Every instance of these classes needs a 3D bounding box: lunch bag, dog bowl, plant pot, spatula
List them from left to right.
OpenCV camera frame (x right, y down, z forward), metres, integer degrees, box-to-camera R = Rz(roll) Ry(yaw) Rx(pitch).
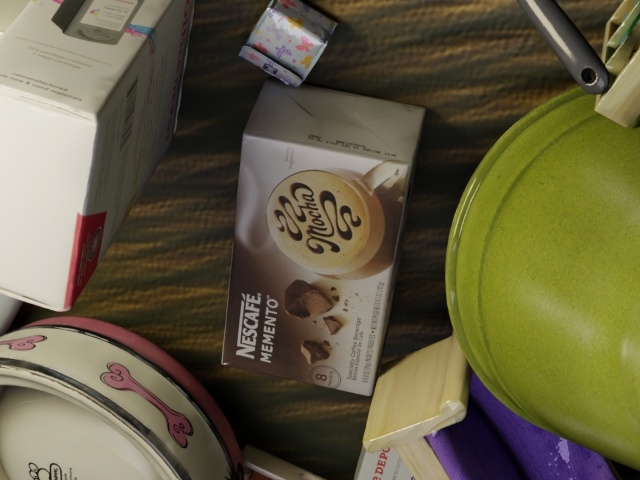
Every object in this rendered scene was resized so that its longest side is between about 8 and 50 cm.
[{"bbox_3d":[-0.267,0.264,1.922,0.408,0.150,0.408,15,128,20],"label":"dog bowl"},{"bbox_3d":[-0.034,-0.192,1.652,0.071,0.053,0.083,32,134,-8],"label":"lunch bag"},{"bbox_3d":[0.168,-0.248,1.495,0.084,0.030,0.296,-43,68,34],"label":"spatula"},{"bbox_3d":[0.332,0.062,1.469,0.367,0.353,0.366,-3,104,-11],"label":"plant pot"}]

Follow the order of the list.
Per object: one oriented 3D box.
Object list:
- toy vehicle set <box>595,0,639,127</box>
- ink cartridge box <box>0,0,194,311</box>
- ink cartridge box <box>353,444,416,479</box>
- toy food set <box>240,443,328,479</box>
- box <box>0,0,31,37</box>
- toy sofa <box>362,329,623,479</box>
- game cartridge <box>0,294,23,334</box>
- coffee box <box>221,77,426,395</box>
[{"bbox_3d":[0.329,-0.240,1.458,0.035,0.166,0.267,29,125,-7],"label":"toy vehicle set"},{"bbox_3d":[-0.229,-0.117,1.593,0.131,0.306,0.226,16,126,3],"label":"ink cartridge box"},{"bbox_3d":[0.148,0.258,1.895,0.208,0.087,0.153,15,126,3],"label":"ink cartridge box"},{"bbox_3d":[-0.045,0.395,2.034,0.220,0.092,0.306,24,126,-4],"label":"toy food set"},{"bbox_3d":[-0.354,-0.155,1.708,0.149,0.127,0.232,15,126,3],"label":"box"},{"bbox_3d":[0.211,0.266,1.744,0.177,0.150,0.362,-23,113,24],"label":"toy sofa"},{"bbox_3d":[-0.454,-0.015,1.876,0.297,0.062,0.198,29,122,-7],"label":"game cartridge"},{"bbox_3d":[0.000,0.000,1.733,0.168,0.119,0.297,12,126,5],"label":"coffee box"}]
